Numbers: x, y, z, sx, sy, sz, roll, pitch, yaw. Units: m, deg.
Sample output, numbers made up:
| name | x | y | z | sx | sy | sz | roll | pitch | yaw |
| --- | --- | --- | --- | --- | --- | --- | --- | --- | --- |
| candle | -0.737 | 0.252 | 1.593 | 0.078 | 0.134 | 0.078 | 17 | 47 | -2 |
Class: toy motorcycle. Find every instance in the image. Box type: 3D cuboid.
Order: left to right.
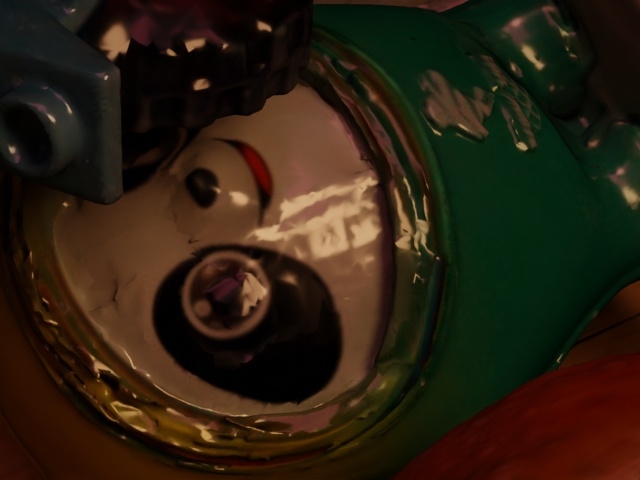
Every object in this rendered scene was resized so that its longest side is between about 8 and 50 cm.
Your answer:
| name | x | y | z | sx | sy | sz | roll | pitch | yaw |
| --- | --- | --- | --- | --- | --- | --- | --- | --- | --- |
| toy motorcycle | -0.217 | -0.100 | 0.591 | 0.416 | 0.172 | 0.232 | 21 | 37 | 21 |

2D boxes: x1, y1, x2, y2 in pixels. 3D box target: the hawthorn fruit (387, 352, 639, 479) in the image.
| name | x | y | z | sx | sy | sz | roll | pitch | yaw |
| --- | --- | --- | --- | --- | --- | --- | --- | --- | --- |
| hawthorn fruit | 0.110 | 0.164 | 0.496 | 0.284 | 0.284 | 0.284 | -1 | 45 | 1 |

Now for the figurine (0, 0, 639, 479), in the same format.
| name | x | y | z | sx | sy | sz | roll | pitch | yaw |
| --- | --- | --- | --- | --- | --- | --- | --- | --- | --- |
| figurine | 0.000 | 0.000 | 0.705 | 0.340 | 0.231 | 0.323 | -25 | 70 | -10 |

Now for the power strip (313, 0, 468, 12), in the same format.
| name | x | y | z | sx | sy | sz | roll | pitch | yaw |
| --- | --- | --- | --- | --- | --- | --- | --- | --- | --- |
| power strip | 0.031 | -0.125 | 0.890 | 0.388 | 0.066 | 0.092 | -26 | 59 | -9 |
